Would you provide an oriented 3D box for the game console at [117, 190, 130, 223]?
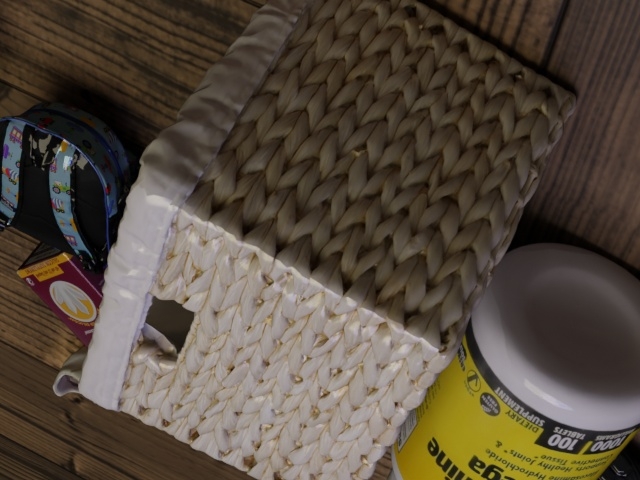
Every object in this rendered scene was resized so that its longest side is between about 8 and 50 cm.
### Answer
[{"bbox_3d":[-0.132,-0.001,1.451,0.124,0.085,0.144,20,140,18],"label":"game console"}]

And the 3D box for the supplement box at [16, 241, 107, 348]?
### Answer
[{"bbox_3d":[-0.241,0.067,1.605,0.104,0.081,0.188,-18,119,45],"label":"supplement box"}]

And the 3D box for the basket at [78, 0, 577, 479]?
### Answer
[{"bbox_3d":[0.000,0.000,1.163,0.266,0.331,0.328,29,142,3],"label":"basket"}]

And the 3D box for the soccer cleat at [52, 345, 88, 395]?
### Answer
[{"bbox_3d":[-0.246,0.172,1.721,0.196,0.076,0.068,-1,130,36],"label":"soccer cleat"}]

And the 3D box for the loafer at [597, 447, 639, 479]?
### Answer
[{"bbox_3d":[0.319,0.268,1.416,0.223,0.078,0.076,45,102,8],"label":"loafer"}]

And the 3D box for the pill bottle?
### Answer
[{"bbox_3d":[0.177,0.172,1.305,0.188,0.188,0.334,30,136,6],"label":"pill bottle"}]

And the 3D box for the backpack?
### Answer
[{"bbox_3d":[-0.264,-0.074,1.443,0.158,0.117,0.173,23,141,15],"label":"backpack"}]
